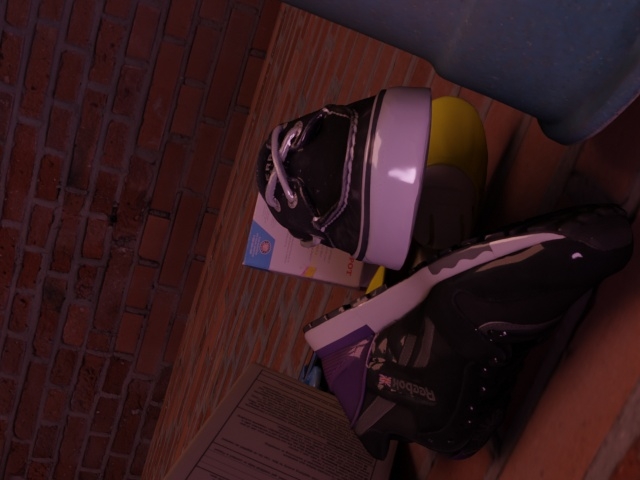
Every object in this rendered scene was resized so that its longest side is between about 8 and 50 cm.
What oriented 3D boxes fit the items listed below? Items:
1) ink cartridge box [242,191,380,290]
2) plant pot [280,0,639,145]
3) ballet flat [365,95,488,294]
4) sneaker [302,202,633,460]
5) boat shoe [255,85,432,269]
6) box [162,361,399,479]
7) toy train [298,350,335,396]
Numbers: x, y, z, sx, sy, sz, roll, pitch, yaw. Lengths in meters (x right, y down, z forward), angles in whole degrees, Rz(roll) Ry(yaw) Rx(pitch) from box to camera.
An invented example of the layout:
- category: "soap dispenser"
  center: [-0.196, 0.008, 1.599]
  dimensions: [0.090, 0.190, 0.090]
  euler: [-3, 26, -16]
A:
- category: "ink cartridge box"
  center: [0.000, 0.000, 0.891]
  dimensions: [0.090, 0.143, 0.092]
  euler: [64, -142, -83]
- category: "plant pot"
  center: [0.030, -0.259, 0.435]
  dimensions: [0.341, 0.334, 0.341]
  euler: [-164, 90, -90]
- category: "ballet flat"
  center: [0.085, 0.004, 0.647]
  dimensions: [0.077, 0.077, 0.230]
  euler: [-96, 17, -60]
- category: "sneaker"
  center: [0.102, 0.071, 0.527]
  dimensions: [0.283, 0.107, 0.124]
  euler: [-37, 71, 56]
- category: "boat shoe"
  center: [0.006, -0.043, 0.556]
  dimensions: [0.301, 0.102, 0.108]
  euler: [-164, 83, -86]
- category: "box"
  center: [-0.040, 0.216, 0.625]
  dimensions: [0.232, 0.149, 0.126]
  euler: [-50, -18, -69]
- category: "toy train"
  center: [0.000, 0.180, 0.815]
  dimensions: [0.105, 0.080, 0.184]
  euler: [-97, 24, -72]
